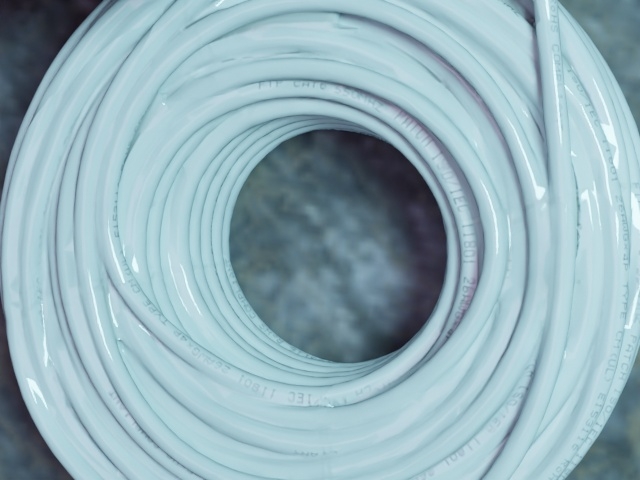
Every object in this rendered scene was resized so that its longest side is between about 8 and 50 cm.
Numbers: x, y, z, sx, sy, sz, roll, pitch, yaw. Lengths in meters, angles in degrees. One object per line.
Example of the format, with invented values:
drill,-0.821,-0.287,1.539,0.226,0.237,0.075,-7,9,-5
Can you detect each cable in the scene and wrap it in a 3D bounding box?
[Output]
cable,0.000,0.000,0.565,0.257,0.089,0.257,-16,89,14
